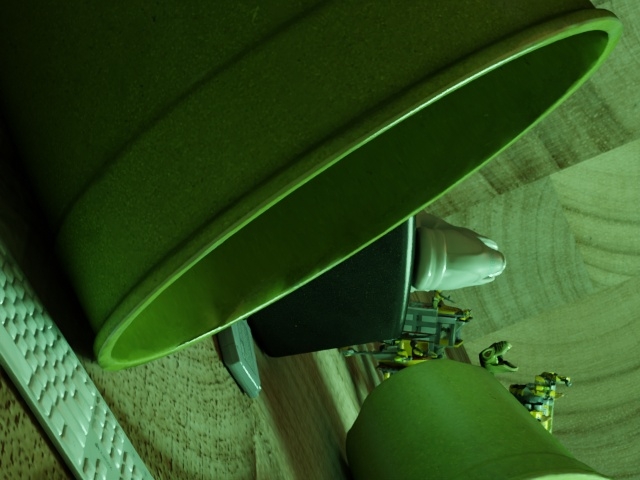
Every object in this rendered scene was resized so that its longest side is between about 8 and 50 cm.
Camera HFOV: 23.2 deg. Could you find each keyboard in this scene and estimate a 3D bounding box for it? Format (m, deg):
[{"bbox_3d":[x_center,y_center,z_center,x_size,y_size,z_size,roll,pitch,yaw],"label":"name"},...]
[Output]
[{"bbox_3d":[-0.145,0.070,0.826,0.072,0.014,0.256,-99,165,-59],"label":"keyboard"}]

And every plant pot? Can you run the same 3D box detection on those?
[{"bbox_3d":[-0.067,-0.167,0.952,0.353,0.366,0.366,57,6,7],"label":"plant pot"},{"bbox_3d":[0.000,0.000,1.439,0.187,0.188,0.167,-95,175,-66],"label":"plant pot"},{"bbox_3d":[0.146,0.258,1.522,0.276,0.276,0.254,62,-2,-37],"label":"plant pot"}]

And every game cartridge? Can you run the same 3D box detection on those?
[{"bbox_3d":[-0.070,0.084,1.292,0.083,0.017,0.056,-104,172,-48],"label":"game cartridge"}]

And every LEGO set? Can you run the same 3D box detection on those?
[{"bbox_3d":[0.185,0.156,1.934,0.331,0.255,0.192,-1,96,-70],"label":"LEGO set"}]

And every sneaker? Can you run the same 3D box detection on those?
[{"bbox_3d":[0.125,0.016,1.478,0.212,0.094,0.080,-116,-152,-82],"label":"sneaker"}]

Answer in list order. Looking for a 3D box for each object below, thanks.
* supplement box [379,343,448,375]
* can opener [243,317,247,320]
[{"bbox_3d":[0.131,0.169,2.174,0.083,0.083,0.056,-84,150,-75],"label":"supplement box"},{"bbox_3d":[-0.094,-0.018,1.281,0.073,0.059,0.186,114,-29,-63],"label":"can opener"}]
